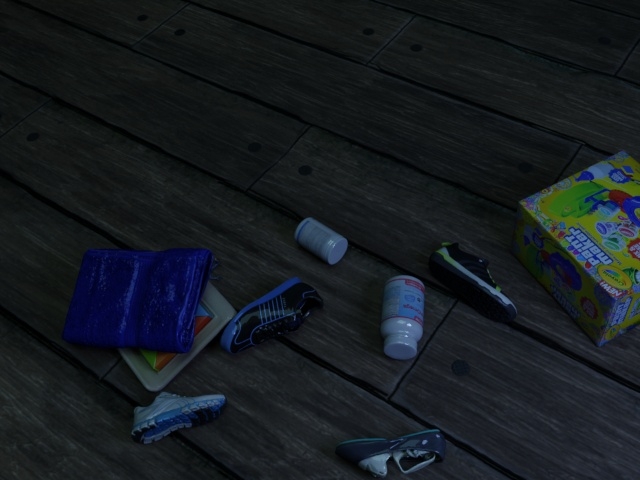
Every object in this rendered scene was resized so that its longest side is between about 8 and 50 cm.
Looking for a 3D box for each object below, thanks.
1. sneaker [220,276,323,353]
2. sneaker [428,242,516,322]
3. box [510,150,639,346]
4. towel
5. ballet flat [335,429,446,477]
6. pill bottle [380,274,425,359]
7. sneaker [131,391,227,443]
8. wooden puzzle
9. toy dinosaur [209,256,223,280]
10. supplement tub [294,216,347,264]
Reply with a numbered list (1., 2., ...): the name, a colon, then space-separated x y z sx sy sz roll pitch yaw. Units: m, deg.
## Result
1. sneaker: -0.098 0.167 1.496 0.232 0.081 0.090 -38 49 -24
2. sneaker: 0.334 0.074 1.521 0.097 0.084 0.234 -35 56 -22
3. box: 0.599 0.012 1.484 0.279 0.177 0.290 -26 53 -13
4. towel: -0.389 0.114 1.504 0.308 0.076 0.228 0 63 22
5. ballet flat: 0.130 0.389 1.299 0.203 0.074 0.074 -7 50 -2
6. pill bottle: 0.167 0.157 1.469 0.087 0.087 0.160 2 52 8
7. sneaker: -0.278 0.323 1.400 0.190 0.071 0.083 -15 45 -6
8. wooden puzzle: -0.325 0.166 1.518 0.238 0.044 0.221 -42 57 -9
9. toy dinosaur: -0.265 0.066 1.626 0.090 0.047 0.082 8 35 25
10. supplement tub: 0.000 0.000 1.628 0.107 0.071 0.071 33 61 29
